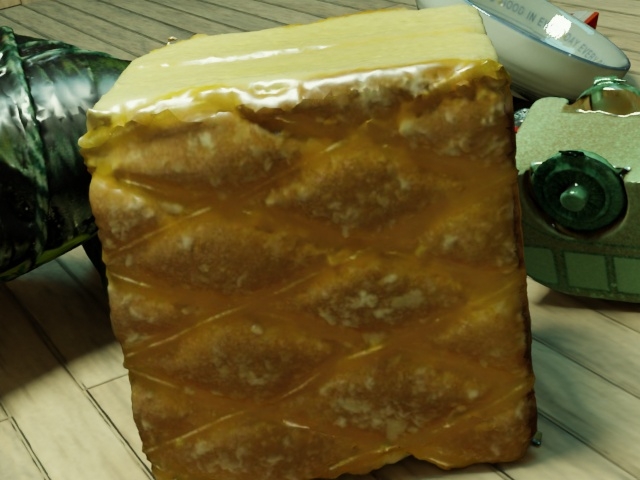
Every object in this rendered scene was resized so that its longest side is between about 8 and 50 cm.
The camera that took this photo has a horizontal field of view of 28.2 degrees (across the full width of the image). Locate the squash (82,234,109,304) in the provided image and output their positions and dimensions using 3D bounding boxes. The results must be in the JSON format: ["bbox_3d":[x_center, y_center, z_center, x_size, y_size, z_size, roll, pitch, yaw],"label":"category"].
[{"bbox_3d":[-0.163,0.025,1.156,0.087,0.087,0.331,-15,22,-12],"label":"squash"}]

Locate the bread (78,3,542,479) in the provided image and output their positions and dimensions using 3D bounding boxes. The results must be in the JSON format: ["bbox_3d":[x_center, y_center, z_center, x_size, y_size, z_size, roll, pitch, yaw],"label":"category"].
[{"bbox_3d":[0.000,0.000,0.875,0.279,0.279,0.207,-8,21,7],"label":"bread"}]

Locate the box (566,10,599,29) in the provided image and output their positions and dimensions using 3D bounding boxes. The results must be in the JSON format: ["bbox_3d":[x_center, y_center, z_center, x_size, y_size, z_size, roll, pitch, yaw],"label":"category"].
[{"bbox_3d":[0.255,-0.274,1.744,0.229,0.050,0.123,2,25,29],"label":"box"}]

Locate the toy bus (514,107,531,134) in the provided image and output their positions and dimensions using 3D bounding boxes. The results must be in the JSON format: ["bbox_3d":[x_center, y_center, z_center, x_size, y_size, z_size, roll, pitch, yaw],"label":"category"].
[{"bbox_3d":[0.152,-0.084,1.289,0.195,0.081,0.089,13,41,43],"label":"toy bus"}]

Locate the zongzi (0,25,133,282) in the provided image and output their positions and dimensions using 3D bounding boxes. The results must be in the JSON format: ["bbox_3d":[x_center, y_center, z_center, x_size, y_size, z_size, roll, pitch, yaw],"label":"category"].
[{"bbox_3d":[-0.234,-0.089,1.120,0.362,0.319,0.383,-19,22,-11],"label":"zongzi"}]

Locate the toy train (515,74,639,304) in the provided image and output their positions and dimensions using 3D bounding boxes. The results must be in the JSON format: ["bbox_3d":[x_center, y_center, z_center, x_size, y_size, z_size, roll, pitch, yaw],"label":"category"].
[{"bbox_3d":[0.282,-0.032,0.977,0.326,0.159,0.129,6,38,29],"label":"toy train"}]

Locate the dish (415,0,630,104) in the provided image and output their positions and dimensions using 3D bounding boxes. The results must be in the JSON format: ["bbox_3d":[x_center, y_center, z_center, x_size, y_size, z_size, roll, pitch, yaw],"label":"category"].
[{"bbox_3d":[0.219,-0.218,1.527,0.273,0.133,0.273,21,24,-10],"label":"dish"}]
